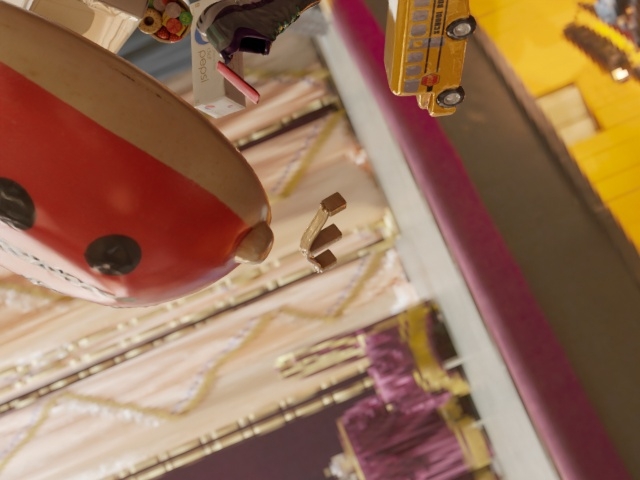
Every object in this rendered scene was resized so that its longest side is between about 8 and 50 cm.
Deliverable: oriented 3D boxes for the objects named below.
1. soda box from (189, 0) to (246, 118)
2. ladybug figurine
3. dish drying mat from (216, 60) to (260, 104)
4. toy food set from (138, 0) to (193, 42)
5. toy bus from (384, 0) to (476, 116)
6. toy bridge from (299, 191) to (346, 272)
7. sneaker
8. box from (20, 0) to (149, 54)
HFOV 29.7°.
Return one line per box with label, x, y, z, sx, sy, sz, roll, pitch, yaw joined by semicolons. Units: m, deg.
soda box;-0.190;-0.342;2.233;0.069;0.074;0.216;23;-123;-55
ladybug figurine;-0.253;-0.068;1.071;0.449;0.162;0.305;23;156;15
dish drying mat;-0.126;-0.244;1.855;0.083;0.008;0.032;40;157;3
toy food set;-0.244;-0.353;1.911;0.083;0.082;0.020;34;-156;-10
toy bus;0.179;-0.342;2.006;0.333;0.130;0.108;90;171;-58
toy bridge;0.000;0.000;1.756;0.026;0.063;0.188;51;158;21
sneaker;-0.077;-0.326;1.839;0.098;0.223;0.083;59;150;13
box;-0.359;-0.341;1.788;0.311;0.148;0.121;-32;42;60
